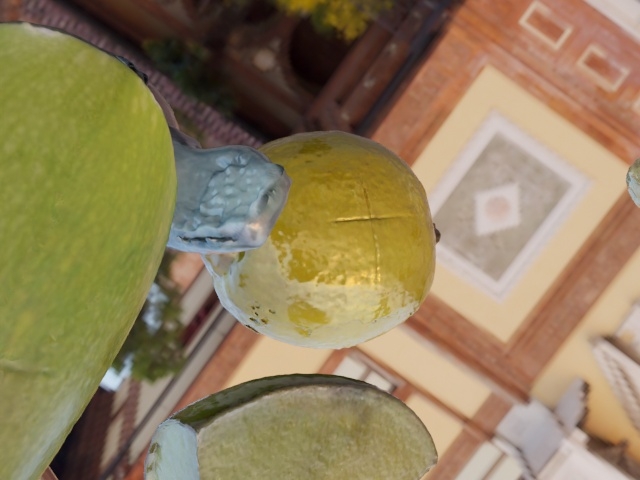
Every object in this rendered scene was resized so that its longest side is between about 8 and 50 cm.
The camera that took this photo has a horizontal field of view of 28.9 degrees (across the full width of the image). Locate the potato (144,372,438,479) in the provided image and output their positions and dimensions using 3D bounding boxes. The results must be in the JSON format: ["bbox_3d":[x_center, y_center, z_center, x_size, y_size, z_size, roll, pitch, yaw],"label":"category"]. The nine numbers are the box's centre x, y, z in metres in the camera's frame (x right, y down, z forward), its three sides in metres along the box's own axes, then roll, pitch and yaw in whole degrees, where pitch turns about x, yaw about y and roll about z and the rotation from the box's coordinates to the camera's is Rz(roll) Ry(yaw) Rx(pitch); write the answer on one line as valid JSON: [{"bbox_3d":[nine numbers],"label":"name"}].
[{"bbox_3d":[-0.019,0.227,1.119,0.255,0.269,0.112,-19,-157,-34],"label":"potato"}]

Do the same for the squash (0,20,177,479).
[{"bbox_3d":[-0.220,0.030,0.658,0.234,0.309,0.210,38,160,-29],"label":"squash"}]

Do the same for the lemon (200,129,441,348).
[{"bbox_3d":[0.000,0.001,1.575,0.297,0.297,0.297,35,-169,-8],"label":"lemon"}]

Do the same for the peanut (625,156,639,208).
[{"bbox_3d":[0.484,-0.071,1.607,0.229,0.098,0.103,-5,-170,-45],"label":"peanut"}]

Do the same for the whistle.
[{"bbox_3d":[-0.159,-0.051,1.107,0.348,0.189,0.189,19,179,36],"label":"whistle"}]

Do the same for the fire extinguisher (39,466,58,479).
[{"bbox_3d":[-0.420,0.340,1.832,0.050,0.062,0.177,7,134,40],"label":"fire extinguisher"}]
